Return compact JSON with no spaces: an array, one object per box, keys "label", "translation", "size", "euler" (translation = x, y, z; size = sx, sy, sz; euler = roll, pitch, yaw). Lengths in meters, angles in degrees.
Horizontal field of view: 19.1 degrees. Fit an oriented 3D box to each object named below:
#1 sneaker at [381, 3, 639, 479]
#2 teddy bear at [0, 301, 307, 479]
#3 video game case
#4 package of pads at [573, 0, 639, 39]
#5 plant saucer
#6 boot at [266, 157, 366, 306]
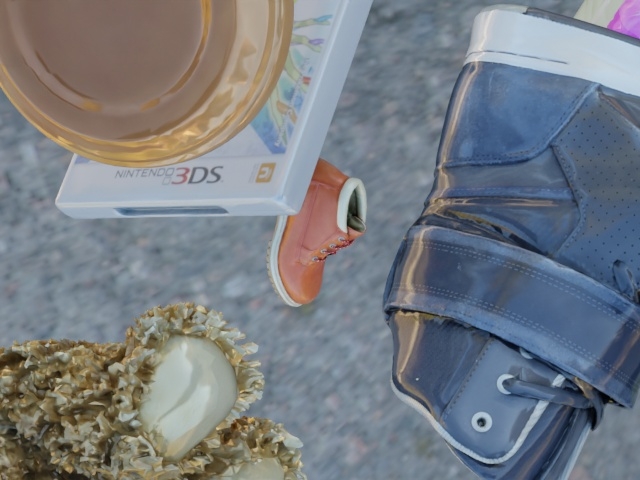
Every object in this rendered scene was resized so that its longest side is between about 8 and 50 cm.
[{"label":"sneaker","translation":[0.127,0.023,0.628],"size":[0.226,0.086,0.163],"euler":[16,77,30]},{"label":"teddy bear","translation":[-0.175,0.112,0.909],"size":[0.338,0.245,0.113],"euler":[-24,49,19]},{"label":"video game case","translation":[-0.087,-0.172,1.750],"size":[0.300,0.036,0.329],"euler":[0,63,43]},{"label":"package of pads","translation":[0.247,-0.060,1.168],"size":[0.229,0.101,0.296],"euler":[20,137,-10]},{"label":"plant saucer","translation":[-0.114,-0.135,1.072],"size":[0.200,0.037,0.200],"euler":[5,107,18]},{"label":"boot","translation":[0.000,0.000,1.711],"size":[0.084,0.059,0.158],"euler":[20,126,24]}]
